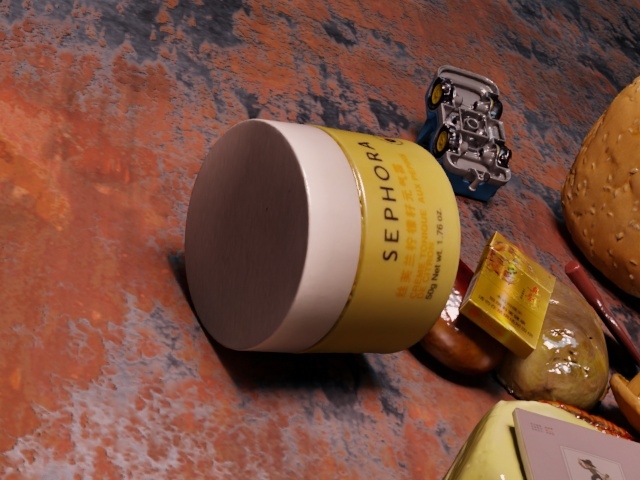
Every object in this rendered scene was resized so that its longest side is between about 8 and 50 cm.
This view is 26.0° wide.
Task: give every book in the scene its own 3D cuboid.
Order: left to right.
[{"bbox_3d":[0.213,0.204,1.043,0.127,0.014,0.182,18,32,-16],"label":"book"}]

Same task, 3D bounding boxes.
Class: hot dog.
[{"bbox_3d":[0.279,0.202,1.423,0.144,0.038,0.062,22,29,-10],"label":"hot dog"}]

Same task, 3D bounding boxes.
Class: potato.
[{"bbox_3d":[0.254,0.102,1.524,0.164,0.081,0.200,20,28,-11],"label":"potato"}]

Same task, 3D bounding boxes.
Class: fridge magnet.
[{"bbox_3d":[0.364,0.189,1.461,0.143,0.063,0.143,41,8,-7],"label":"fridge magnet"}]

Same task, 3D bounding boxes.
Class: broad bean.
[{"bbox_3d":[0.135,0.071,1.469,0.114,0.084,0.165,-30,64,-29],"label":"broad bean"}]

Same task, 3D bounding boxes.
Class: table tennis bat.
[{"bbox_3d":[0.326,0.086,1.595,0.155,0.019,0.098,53,5,-20],"label":"table tennis bat"}]

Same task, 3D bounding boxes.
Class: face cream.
[{"bbox_3d":[0.000,0.000,1.335,0.179,0.218,0.218,5,36,-36],"label":"face cream"}]

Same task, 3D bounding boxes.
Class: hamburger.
[{"bbox_3d":[0.434,-0.070,1.733,0.144,0.283,0.259,15,23,-38],"label":"hamburger"}]

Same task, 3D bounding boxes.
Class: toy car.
[{"bbox_3d":[0.184,-0.132,1.833,0.097,0.100,0.191,15,51,-21],"label":"toy car"}]

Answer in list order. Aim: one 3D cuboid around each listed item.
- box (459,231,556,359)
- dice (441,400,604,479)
[{"bbox_3d":[0.199,0.055,1.458,0.089,0.022,0.156,39,32,-3],"label":"box"},{"bbox_3d":[0.169,0.247,1.127,0.166,0.169,0.169,29,29,5],"label":"dice"}]
